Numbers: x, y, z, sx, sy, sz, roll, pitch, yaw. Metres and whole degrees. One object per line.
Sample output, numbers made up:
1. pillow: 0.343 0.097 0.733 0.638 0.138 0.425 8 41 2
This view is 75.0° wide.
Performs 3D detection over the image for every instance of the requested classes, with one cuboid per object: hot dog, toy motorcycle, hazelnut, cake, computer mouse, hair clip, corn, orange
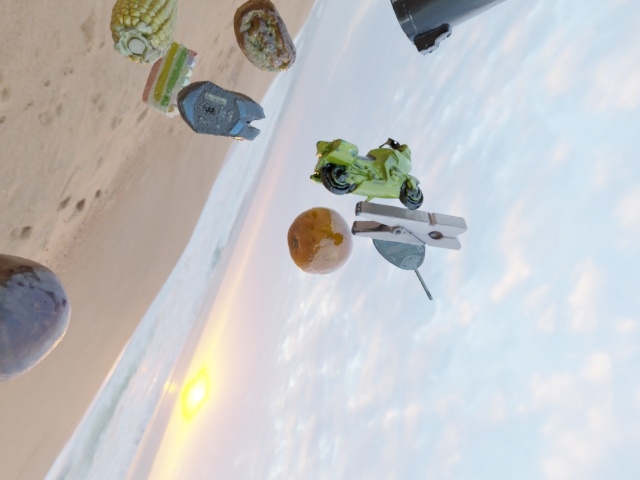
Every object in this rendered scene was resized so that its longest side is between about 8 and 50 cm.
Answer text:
1. hot dog: -0.202 -0.750 1.558 0.196 0.272 0.122 -14 -140 20
2. toy motorcycle: 0.143 -0.200 1.153 0.142 0.342 0.206 -48 -137 49
3. hazelnut: -0.498 0.118 0.664 0.178 0.177 0.204 122 -31 -48
4. cake: -0.463 -0.491 1.272 0.090 0.109 0.225 -77 -168 -66
5. computer mouse: -0.154 -0.201 0.649 0.047 0.134 0.079 -111 -142 -65
6. hair clip: 0.259 -0.040 1.235 0.085 0.330 0.101 -77 177 -58
7. corn: -0.427 -0.579 1.042 0.144 0.143 0.387 121 -28 -46
8. orange: 0.000 0.000 1.581 0.261 0.261 0.261 -159 -90 -80

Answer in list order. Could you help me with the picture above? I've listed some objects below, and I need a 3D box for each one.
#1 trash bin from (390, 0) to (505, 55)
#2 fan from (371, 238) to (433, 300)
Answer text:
1. trash bin: 0.327 -0.612 0.958 0.301 0.252 0.203 -15 -178 34
2. fan: 0.297 0.030 1.388 0.012 0.294 0.223 -44 -174 49
